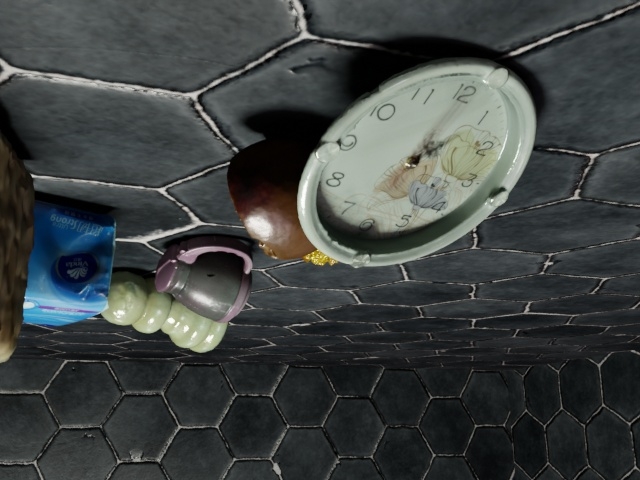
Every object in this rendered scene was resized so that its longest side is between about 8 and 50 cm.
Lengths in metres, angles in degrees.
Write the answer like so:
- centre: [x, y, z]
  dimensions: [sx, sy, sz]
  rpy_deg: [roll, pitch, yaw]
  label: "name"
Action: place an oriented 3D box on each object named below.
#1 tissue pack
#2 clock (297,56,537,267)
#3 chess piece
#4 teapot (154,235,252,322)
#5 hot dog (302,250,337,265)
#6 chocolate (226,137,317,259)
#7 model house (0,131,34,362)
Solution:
- centre: [-0.429, 0.025, 0.880]
  dimensions: [0.263, 0.146, 0.198]
  rpy_deg: [12, 160, -38]
  label: "tissue pack"
- centre: [0.083, -0.072, 0.625]
  dimensions: [0.236, 0.053, 0.236]
  rpy_deg: [-15, 138, -14]
  label: "clock"
- centre: [-0.303, 0.126, 1.285]
  dimensions: [0.133, 0.133, 0.243]
  rpy_deg: [-15, 153, 41]
  label: "chess piece"
- centre: [-0.183, 0.059, 1.074]
  dimensions: [0.146, 0.116, 0.148]
  rpy_deg: [22, 159, -30]
  label: "teapot"
- centre: [0.000, 0.000, 0.985]
  dimensions: [0.071, 0.045, 0.165]
  rpy_deg: [-2, 163, -2]
  label: "hot dog"
- centre: [-0.039, -0.042, 0.687]
  dimensions: [0.127, 0.124, 0.133]
  rpy_deg: [-41, 175, 21]
  label: "chocolate"
- centre: [-0.456, 0.062, 0.487]
  dimensions: [0.395, 0.445, 0.400]
  rpy_deg: [6, 165, -14]
  label: "model house"
